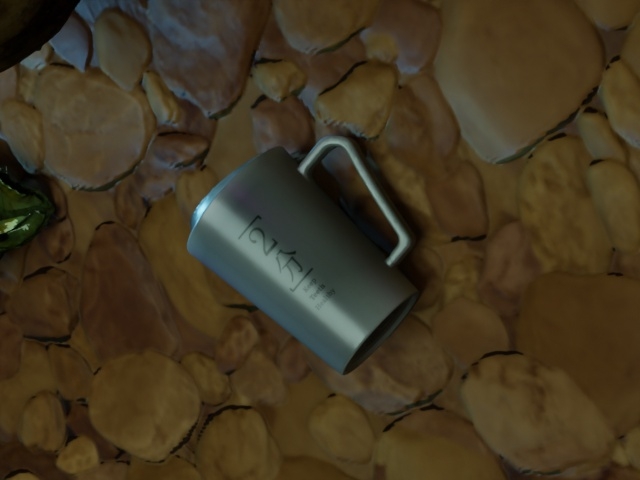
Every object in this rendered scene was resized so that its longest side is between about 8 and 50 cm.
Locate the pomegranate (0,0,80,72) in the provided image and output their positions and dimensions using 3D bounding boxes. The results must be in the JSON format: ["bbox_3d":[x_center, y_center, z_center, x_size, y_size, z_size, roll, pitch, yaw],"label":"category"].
[{"bbox_3d":[-0.235,-0.206,0.881,0.281,0.281,0.281,14,115,32],"label":"pomegranate"}]

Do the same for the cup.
[{"bbox_3d":[0.000,0.000,0.918,0.116,0.074,0.104,42,98,12],"label":"cup"}]

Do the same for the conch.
[{"bbox_3d":[-0.226,-0.012,1.067,0.121,0.074,0.089,-18,132,19],"label":"conch"}]
